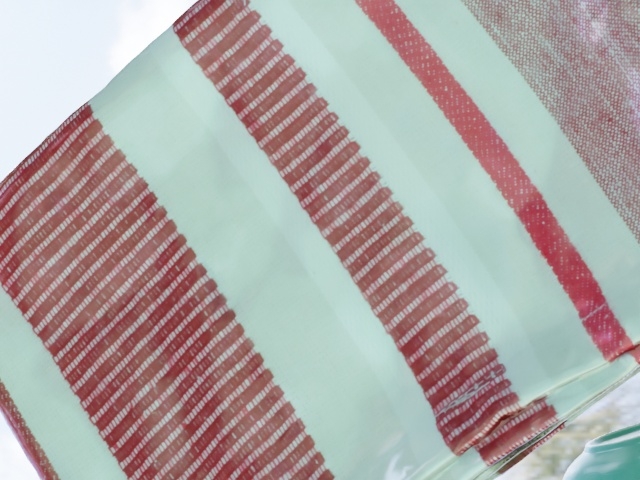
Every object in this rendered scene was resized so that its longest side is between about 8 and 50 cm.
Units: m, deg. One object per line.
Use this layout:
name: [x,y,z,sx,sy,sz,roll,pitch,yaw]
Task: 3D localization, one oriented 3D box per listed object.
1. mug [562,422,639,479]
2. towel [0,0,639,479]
mug: [0.217,0.162,1.010,0.158,0.129,0.097,-7,-102,-75]
towel: [0.000,0.000,0.645,0.237,0.329,0.037,55,-163,18]
